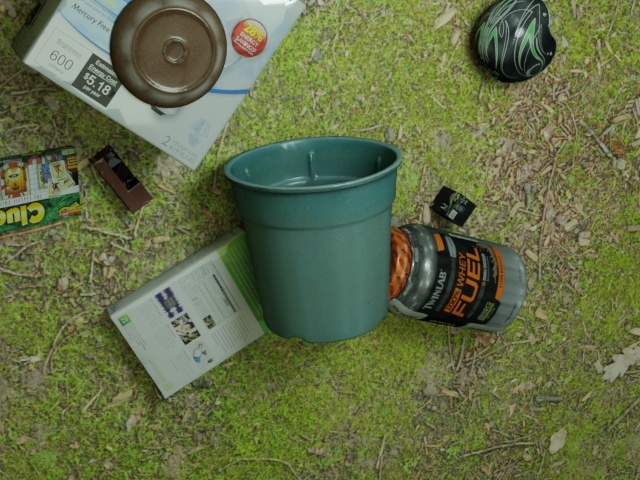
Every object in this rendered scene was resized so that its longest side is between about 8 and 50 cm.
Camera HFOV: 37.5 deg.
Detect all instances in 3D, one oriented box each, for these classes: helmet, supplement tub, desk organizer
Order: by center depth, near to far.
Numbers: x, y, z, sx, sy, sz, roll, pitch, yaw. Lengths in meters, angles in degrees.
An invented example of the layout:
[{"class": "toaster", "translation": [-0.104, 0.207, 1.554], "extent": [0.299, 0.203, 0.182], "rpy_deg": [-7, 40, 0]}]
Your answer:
[{"class": "desk organizer", "translation": [-0.382, -0.117, 1.806], "extent": [0.050, 0.047, 0.130], "rpy_deg": [-40, 119, -10]}, {"class": "helmet", "translation": [0.407, -0.431, 1.987], "extent": [0.169, 0.169, 0.161], "rpy_deg": [-42, 135, -6]}, {"class": "supplement tub", "translation": [0.265, 0.080, 2.070], "extent": [0.338, 0.207, 0.207], "rpy_deg": [12, 102, -27]}]

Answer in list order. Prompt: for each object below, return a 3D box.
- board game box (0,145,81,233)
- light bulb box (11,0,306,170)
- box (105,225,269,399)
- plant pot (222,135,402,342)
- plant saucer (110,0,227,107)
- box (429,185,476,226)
[{"class": "board game box", "translation": [-0.558, -0.085, 1.701], "extent": [0.260, 0.030, 0.136], "rpy_deg": [-17, 119, -39]}, {"class": "light bulb box", "translation": [-0.286, -0.379, 1.658], "extent": [0.358, 0.225, 0.361], "rpy_deg": [32, 93, -29]}, {"class": "box", "translation": [-0.246, 0.149, 1.952], "extent": [0.322, 0.058, 0.232], "rpy_deg": [-32, 117, -10]}, {"class": "plant pot", "translation": [0.000, 0.000, 1.847], "extent": [0.341, 0.341, 0.334], "rpy_deg": [-14, 112, -20]}, {"class": "plant saucer", "translation": [-0.243, -0.313, 1.551], "extent": [0.199, 0.036, 0.198], "rpy_deg": [-9, 112, -23]}, {"class": "box", "translation": [0.294, -0.076, 2.100], "extent": [0.052, 0.083, 0.062], "rpy_deg": [34, 92, -28]}]
